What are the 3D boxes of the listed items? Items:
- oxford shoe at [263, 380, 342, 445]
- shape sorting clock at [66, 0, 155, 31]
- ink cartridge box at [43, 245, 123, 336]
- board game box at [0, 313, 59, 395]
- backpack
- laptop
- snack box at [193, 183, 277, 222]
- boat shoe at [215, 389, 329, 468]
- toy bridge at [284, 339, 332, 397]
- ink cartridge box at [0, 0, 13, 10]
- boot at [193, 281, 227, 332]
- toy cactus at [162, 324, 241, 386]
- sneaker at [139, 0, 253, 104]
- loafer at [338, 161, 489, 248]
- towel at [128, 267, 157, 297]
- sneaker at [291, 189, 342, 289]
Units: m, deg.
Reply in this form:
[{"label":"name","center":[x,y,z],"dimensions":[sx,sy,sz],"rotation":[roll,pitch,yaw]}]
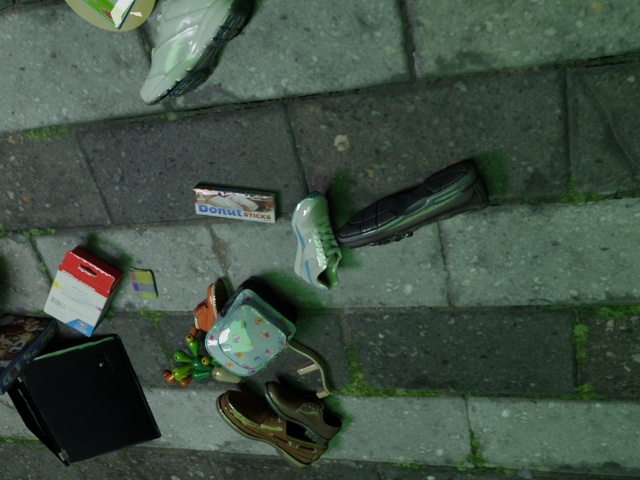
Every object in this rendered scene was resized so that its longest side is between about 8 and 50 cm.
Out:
[{"label":"oxford shoe","center":[-0.040,0.404,1.716],"dimensions":[0.227,0.083,0.096],"rotation":[37,116,-17]},{"label":"shape sorting clock","center":[-0.390,-0.478,1.256],"dimensions":[0.206,0.040,0.206],"rotation":[7,127,10]},{"label":"ink cartridge box","center":[-0.565,0.111,1.681],"dimensions":[0.134,0.078,0.231],"rotation":[31,126,-5]},{"label":"board game box","center":[-0.804,0.283,1.770],"dimensions":[0.164,0.243,0.042],"rotation":[3,124,15]},{"label":"backpack","center":[-0.160,0.207,1.552],"dimensions":[0.166,0.144,0.188],"rotation":[39,110,-11]},{"label":"laptop","center":[-0.710,0.410,1.965],"dimensions":[0.407,0.236,0.382],"rotation":[18,132,41]},{"label":"snack box","center":[-0.178,-0.078,1.466],"dimensions":[0.178,0.022,0.064],"rotation":[7,126,13]},{"label":"boat shoe","center":[-0.115,0.454,1.758],"dimensions":[0.307,0.111,0.104],"rotation":[35,123,-19]},{"label":"toy bridge","center":[-0.026,0.301,1.667],"dimensions":[0.063,0.026,0.188],"rotation":[-27,111,29]},{"label":"ink cartridge box","center":[-0.700,-0.480,1.334],"dimensions":[0.175,0.072,0.128],"rotation":[-9,118,23]},{"label":"boot","center":[-0.262,0.158,1.631],"dimensions":[0.084,0.059,0.158],"rotation":[14,127,15]},{"label":"toy cactus","center":[-0.280,0.302,1.721],"dimensions":[0.180,0.112,0.219],"rotation":[25,126,-23]},{"label":"sneaker","center":[-0.244,-0.364,1.264],"dimensions":[0.129,0.111,0.297],"rotation":[49,121,2]},{"label":"loafer","center":[0.175,-0.041,1.330],"dimensions":[0.302,0.109,0.095],"rotation":[-27,116,27]},{"label":"towel","center":[-0.424,0.103,1.673],"dimensions":[0.060,0.009,0.083],"rotation":[4,124,15]},{"label":"sneaker","center":[0.000,0.000,1.405],"dimensions":[0.092,0.087,0.229],"rotation":[33,142,33]}]
